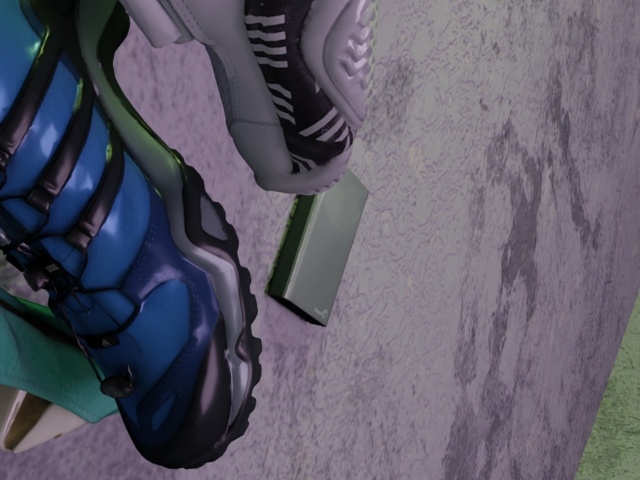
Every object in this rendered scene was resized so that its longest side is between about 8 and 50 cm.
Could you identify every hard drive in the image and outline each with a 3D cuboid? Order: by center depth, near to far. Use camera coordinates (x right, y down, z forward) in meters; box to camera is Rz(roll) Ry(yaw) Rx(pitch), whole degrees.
[{"bbox_3d":[0.000,0.000,0.893,0.094,0.022,0.135,42,63,-60],"label":"hard drive"}]

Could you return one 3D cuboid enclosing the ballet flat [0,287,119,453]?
[{"bbox_3d":[-0.171,0.063,0.532,0.087,0.083,0.247,-59,147,-8],"label":"ballet flat"}]

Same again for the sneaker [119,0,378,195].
[{"bbox_3d":[-0.078,-0.163,0.383,0.366,0.210,0.137,90,6,-52],"label":"sneaker"}]

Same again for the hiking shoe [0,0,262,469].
[{"bbox_3d":[-0.135,-0.025,0.471,0.132,0.113,0.304,-22,89,-44],"label":"hiking shoe"}]
